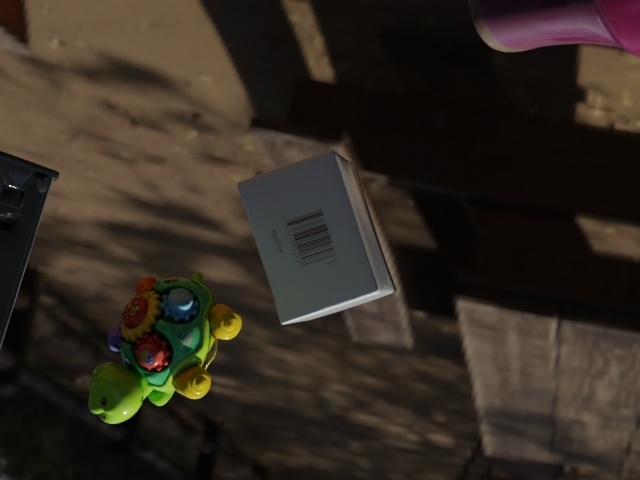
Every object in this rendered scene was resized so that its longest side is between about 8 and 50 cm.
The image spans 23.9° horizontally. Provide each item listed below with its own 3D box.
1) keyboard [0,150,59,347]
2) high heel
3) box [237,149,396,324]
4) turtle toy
[{"bbox_3d":[-0.259,-0.056,0.748,0.033,0.201,0.317,16,177,40],"label":"keyboard"},{"bbox_3d":[0.260,-0.170,0.782,0.377,0.127,0.181,-31,-162,-35],"label":"high heel"},{"bbox_3d":[0.000,0.000,1.355,0.091,0.130,0.170,-19,175,6],"label":"box"},{"bbox_3d":[-0.123,0.079,1.120,0.066,0.130,0.095,35,169,-36],"label":"turtle toy"}]
